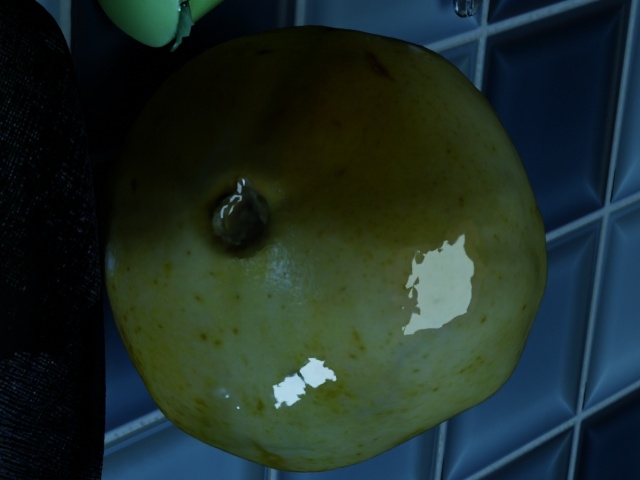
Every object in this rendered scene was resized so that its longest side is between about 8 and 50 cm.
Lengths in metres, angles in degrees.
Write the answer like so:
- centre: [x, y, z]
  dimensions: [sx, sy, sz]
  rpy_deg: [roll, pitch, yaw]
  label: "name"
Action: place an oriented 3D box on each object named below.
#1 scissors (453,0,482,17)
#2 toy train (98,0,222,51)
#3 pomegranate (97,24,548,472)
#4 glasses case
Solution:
- centre: [0.090, -0.274, 1.090]
  dimensions: [0.160, 0.024, 0.318]
  rpy_deg: [-24, 126, -45]
  label: "scissors"
- centre: [-0.023, -0.195, 0.941]
  dimensions: [0.253, 0.105, 0.157]
  rpy_deg: [-42, 151, -30]
  label: "toy train"
- centre: [-0.003, 0.001, 0.959]
  dimensions: [0.233, 0.233, 0.233]
  rpy_deg: [-28, 129, -40]
  label: "pomegranate"
- centre: [-0.160, 0.036, 0.897]
  dimensions: [0.122, 0.082, 0.321]
  rpy_deg: [-28, 130, -39]
  label: "glasses case"
